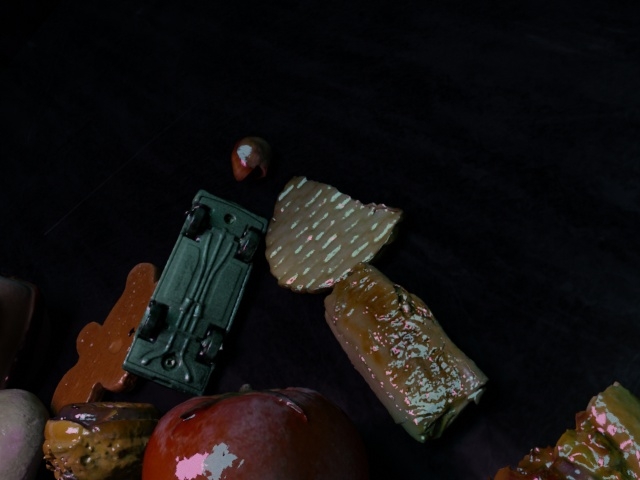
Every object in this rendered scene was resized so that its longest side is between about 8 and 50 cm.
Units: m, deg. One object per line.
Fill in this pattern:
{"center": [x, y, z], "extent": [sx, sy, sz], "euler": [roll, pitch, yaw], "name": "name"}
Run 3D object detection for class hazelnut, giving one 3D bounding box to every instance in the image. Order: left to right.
{"center": [-0.124, -0.144, 1.461], "extent": [0.086, 0.086, 0.086], "euler": [-23, 47, 27], "name": "hazelnut"}

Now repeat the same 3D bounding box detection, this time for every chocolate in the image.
{"center": [-0.629, 0.190, 1.513], "extent": [0.186, 0.283, 0.284], "euler": [16, 71, 32], "name": "chocolate"}

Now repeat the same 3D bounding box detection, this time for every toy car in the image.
{"center": [-0.199, 0.081, 1.303], "extent": [0.097, 0.141, 0.321], "euler": [-42, 26, 64], "name": "toy car"}

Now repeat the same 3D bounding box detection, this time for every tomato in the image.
{"center": [-0.071, 0.290, 0.942], "extent": [0.264, 0.265, 0.265], "euler": [-23, 47, 27], "name": "tomato"}

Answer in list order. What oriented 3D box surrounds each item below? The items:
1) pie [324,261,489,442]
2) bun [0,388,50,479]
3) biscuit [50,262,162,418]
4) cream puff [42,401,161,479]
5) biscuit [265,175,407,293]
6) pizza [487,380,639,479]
{"center": [0.102, 0.138, 1.043], "extent": [0.128, 0.068, 0.282], "euler": [-47, 41, 4], "name": "pie"}
{"center": [-0.584, 0.364, 1.358], "extent": [0.283, 0.179, 0.283], "euler": [-40, 32, 31], "name": "bun"}
{"center": [-0.357, 0.189, 1.423], "extent": [0.205, 0.049, 0.324], "euler": [24, 76, 49], "name": "biscuit"}
{"center": [-0.316, 0.304, 1.201], "extent": [0.189, 0.189, 0.130], "euler": [-7, 81, 37], "name": "cream puff"}
{"center": [0.000, 0.000, 1.265], "extent": [0.273, 0.036, 0.187], "euler": [27, 79, 48], "name": "biscuit"}
{"center": [0.228, 0.324, 0.767], "extent": [0.277, 0.114, 0.409], "euler": [5, 61, 38], "name": "pizza"}
